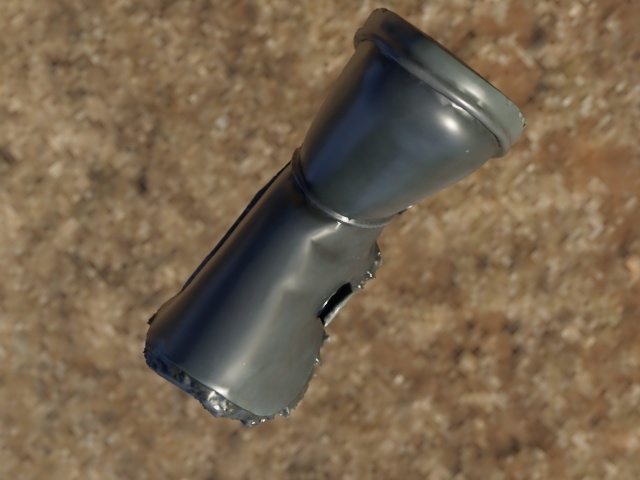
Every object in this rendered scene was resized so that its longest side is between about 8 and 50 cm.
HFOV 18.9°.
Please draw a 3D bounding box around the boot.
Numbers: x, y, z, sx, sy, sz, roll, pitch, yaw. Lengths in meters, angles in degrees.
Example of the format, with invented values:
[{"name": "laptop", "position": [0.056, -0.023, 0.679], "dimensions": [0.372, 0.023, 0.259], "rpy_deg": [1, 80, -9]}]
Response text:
[{"name": "boot", "position": [0.000, 0.000, 0.971], "dimensions": [0.094, 0.207, 0.246], "rpy_deg": [37, 175, -1]}]
